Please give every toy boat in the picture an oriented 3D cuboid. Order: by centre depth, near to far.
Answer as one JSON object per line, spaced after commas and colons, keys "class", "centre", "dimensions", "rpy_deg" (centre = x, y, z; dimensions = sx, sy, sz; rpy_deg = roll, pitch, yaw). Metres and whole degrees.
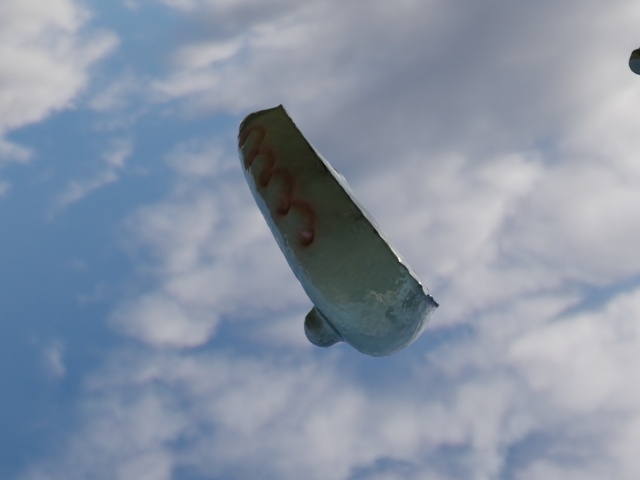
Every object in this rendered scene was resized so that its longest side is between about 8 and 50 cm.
{"class": "toy boat", "centre": [0.000, 0.000, 0.824], "dimensions": [0.079, 0.134, 0.207], "rpy_deg": [-36, -135, 3]}

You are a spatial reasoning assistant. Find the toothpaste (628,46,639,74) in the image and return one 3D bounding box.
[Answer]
{"class": "toothpaste", "centre": [0.360, -0.216, 1.207], "dimensions": [0.037, 0.062, 0.216], "rpy_deg": [19, -133, 42]}
